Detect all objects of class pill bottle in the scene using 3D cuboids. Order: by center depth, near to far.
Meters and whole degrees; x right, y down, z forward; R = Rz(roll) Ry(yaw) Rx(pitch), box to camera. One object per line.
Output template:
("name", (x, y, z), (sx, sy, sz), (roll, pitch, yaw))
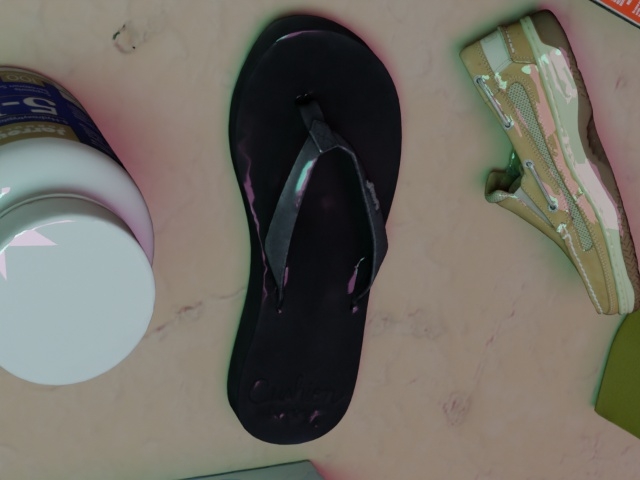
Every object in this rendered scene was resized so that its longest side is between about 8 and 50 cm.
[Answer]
("pill bottle", (-0.142, -0.007, 0.941), (0.112, 0.187, 0.112), (-8, 114, -18))

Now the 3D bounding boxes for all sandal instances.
("sandal", (0.001, 0.000, 1.071), (0.097, 0.054, 0.255), (-6, 114, -18))

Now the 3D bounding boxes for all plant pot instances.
("plant pot", (0.225, 0.076, 1.174), (0.081, 0.081, 0.083), (3, 100, -21))

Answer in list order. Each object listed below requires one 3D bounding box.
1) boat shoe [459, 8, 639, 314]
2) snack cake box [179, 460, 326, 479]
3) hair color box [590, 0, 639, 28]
("boat shoe", (0.128, -0.036, 1.105), (0.072, 0.068, 0.190), (-21, 108, 3))
("snack cake box", (-0.116, 0.227, 1.106), (0.264, 0.089, 0.152), (-6, 112, -18))
("hair color box", (0.153, -0.154, 1.041), (0.167, 0.093, 0.053), (26, 101, -27))
